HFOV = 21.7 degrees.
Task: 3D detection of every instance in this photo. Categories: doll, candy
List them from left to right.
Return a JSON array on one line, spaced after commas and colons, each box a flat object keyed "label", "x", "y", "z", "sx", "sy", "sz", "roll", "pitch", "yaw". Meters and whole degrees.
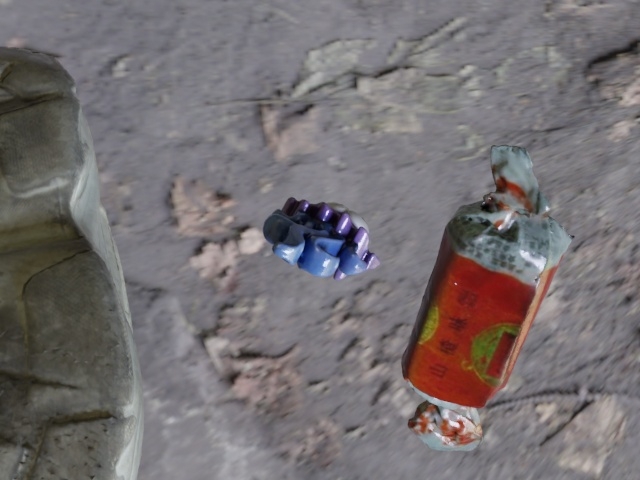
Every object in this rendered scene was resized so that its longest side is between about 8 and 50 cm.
[{"label": "doll", "x": 0.000, "y": 0.000, "z": 1.583, "sx": 0.110, "sy": 0.206, "sz": 0.067, "roll": 34, "pitch": 105, "yaw": 9}, {"label": "candy", "x": 0.114, "y": 0.048, "z": 1.192, "sx": 0.086, "sy": 0.059, "sz": 0.292, "roll": 20, "pitch": 129, "yaw": 5}]

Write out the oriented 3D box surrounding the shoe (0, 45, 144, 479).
[{"label": "shoe", "x": -0.149, "y": 0.079, "z": 0.868, "sx": 0.132, "sy": 0.210, "sz": 0.342, "roll": -10, "pitch": 51, "yaw": -1}]
